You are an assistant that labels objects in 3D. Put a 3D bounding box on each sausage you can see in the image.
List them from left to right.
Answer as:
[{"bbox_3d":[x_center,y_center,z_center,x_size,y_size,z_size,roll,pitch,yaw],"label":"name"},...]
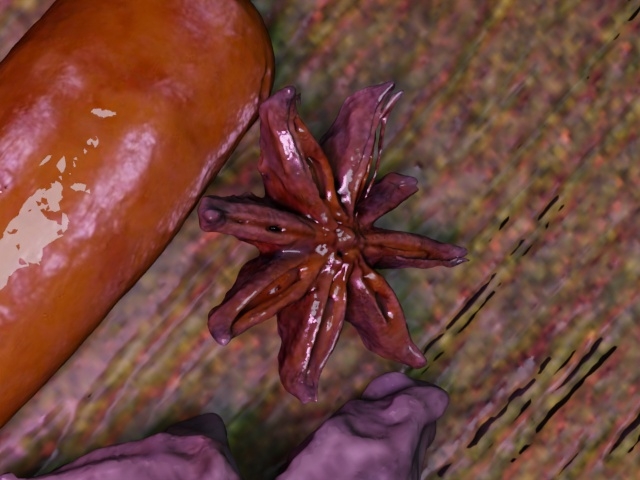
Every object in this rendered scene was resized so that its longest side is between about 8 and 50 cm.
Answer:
[{"bbox_3d":[-0.121,-0.005,0.649,0.109,0.109,0.270,42,78,-11],"label":"sausage"}]

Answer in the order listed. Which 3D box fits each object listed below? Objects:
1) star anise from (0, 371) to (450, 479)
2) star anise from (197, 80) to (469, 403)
[{"bbox_3d":[-0.050,0.179,0.627,0.316,0.139,0.359,27,62,15],"label":"star anise"},{"bbox_3d":[-0.002,0.001,0.679,0.141,0.042,0.141,-1,91,-41],"label":"star anise"}]
